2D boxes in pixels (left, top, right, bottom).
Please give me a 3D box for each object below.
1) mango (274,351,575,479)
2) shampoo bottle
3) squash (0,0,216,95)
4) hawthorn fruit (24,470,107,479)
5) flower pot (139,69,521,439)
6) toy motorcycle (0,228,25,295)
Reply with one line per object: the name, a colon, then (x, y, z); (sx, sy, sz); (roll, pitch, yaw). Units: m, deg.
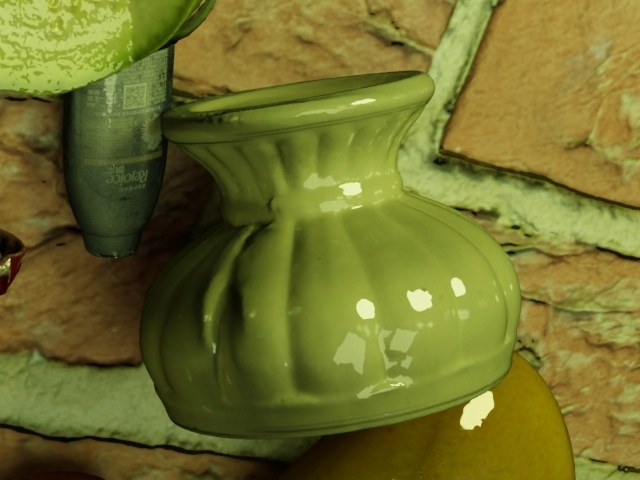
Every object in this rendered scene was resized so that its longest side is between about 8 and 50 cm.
mango: (0.064, 0.293, 1.654); (0.300, 0.232, 0.446); (31, 91, -30)
shampoo bottle: (-0.158, -0.099, 1.449); (0.087, 0.049, 0.234); (-9, 118, -28)
squash: (-0.174, -0.210, 1.288); (0.220, 0.133, 0.220); (3, 115, 6)
hawthorn fruit: (-0.225, 0.281, 1.538); (0.189, 0.189, 0.189); (-11, 119, -22)
flower pot: (0.000, 0.000, 1.446); (0.307, 0.307, 0.244); (-11, 101, -22)
toy motorcycle: (-0.299, -0.013, 1.401); (0.122, 0.082, 0.213); (-28, 124, -11)
